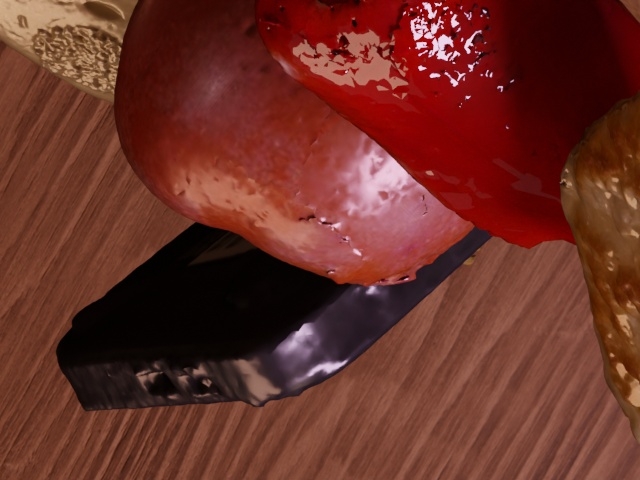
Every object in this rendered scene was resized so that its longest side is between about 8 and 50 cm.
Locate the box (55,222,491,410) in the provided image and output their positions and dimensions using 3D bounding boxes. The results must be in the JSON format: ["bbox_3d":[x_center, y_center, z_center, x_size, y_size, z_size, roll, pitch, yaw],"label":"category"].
[{"bbox_3d":[0.000,0.000,0.948,0.350,0.359,0.091,-13,113,55],"label":"box"}]

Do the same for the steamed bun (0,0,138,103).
[{"bbox_3d":[-0.176,-0.240,1.136,0.250,0.200,0.155,25,143,-30],"label":"steamed bun"}]

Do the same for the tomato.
[{"bbox_3d":[0.005,-0.082,0.658,0.208,0.184,0.208,24,-177,-1],"label":"tomato"}]

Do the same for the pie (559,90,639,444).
[{"bbox_3d":[0.155,0.017,0.373,0.179,0.084,0.205,61,155,-4],"label":"pie"}]

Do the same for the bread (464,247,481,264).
[{"bbox_3d":[0.069,-0.120,1.296,0.275,0.184,0.114,29,180,-10],"label":"bread"}]

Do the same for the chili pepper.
[{"bbox_3d":[0.079,-0.055,0.484,0.387,0.110,0.110,35,-178,-34],"label":"chili pepper"}]
